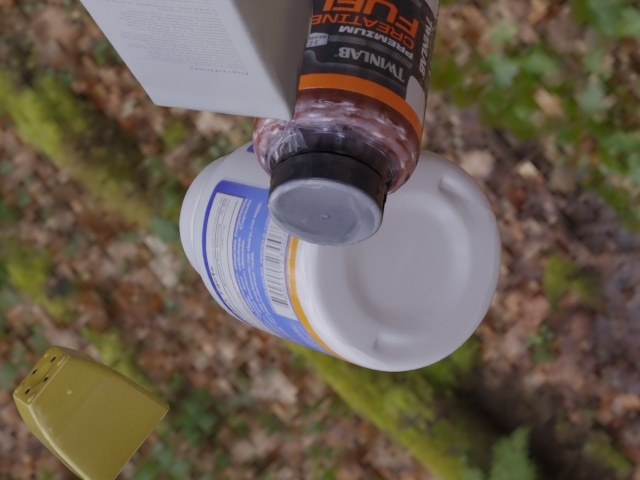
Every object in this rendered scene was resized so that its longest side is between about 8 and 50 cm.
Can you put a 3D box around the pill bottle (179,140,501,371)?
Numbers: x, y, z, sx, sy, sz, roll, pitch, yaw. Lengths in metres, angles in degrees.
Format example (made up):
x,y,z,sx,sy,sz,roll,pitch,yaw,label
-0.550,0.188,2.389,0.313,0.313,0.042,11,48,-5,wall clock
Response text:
x,y,z,sx,sy,sz,roll,pitch,yaw,label
0.000,0.000,1.375,0.152,0.152,0.272,61,161,-18,pill bottle

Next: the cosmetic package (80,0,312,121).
x,y,z,sx,sy,sz,roll,pitch,yaw,label
-0.060,-0.147,0.938,0.086,0.117,0.231,7,166,8,cosmetic package

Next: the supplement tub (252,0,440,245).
x,y,z,sx,sy,sz,roll,pitch,yaw,label
0.016,-0.096,1.185,0.106,0.198,0.106,6,147,4,supplement tub

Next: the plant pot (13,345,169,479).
x,y,z,sx,sy,sz,roll,pitch,yaw,label
-0.178,0.123,1.413,0.083,0.081,0.081,41,170,-23,plant pot
